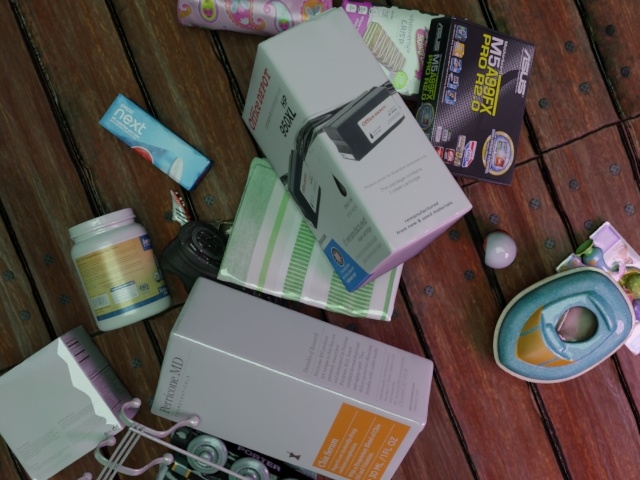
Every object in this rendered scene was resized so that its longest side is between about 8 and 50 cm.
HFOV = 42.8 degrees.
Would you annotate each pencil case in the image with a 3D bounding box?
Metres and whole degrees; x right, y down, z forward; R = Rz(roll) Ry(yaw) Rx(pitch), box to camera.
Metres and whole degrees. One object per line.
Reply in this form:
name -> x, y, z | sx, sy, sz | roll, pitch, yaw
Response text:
pencil case -> -0.117, -0.428, 1.500 | 0.284, 0.124, 0.124 | 10, 93, -1

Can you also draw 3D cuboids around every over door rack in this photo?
over door rack -> -0.250, 0.438, 1.447 | 0.324, 0.108, 0.239 | 33, 118, -3

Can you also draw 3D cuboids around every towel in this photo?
towel -> 0.000, 0.000, 1.503 | 0.324, 0.038, 0.248 | 17, 70, -8

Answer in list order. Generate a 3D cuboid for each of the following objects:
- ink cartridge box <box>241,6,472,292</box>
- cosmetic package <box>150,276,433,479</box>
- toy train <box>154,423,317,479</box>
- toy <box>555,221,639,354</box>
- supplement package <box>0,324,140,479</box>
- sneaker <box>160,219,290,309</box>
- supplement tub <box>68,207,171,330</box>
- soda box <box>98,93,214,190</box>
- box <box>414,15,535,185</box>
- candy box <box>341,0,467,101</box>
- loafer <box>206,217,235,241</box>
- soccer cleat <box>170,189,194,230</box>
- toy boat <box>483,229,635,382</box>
ink cartridge box -> 0.042, -0.142, 1.384 | 0.166, 0.285, 0.395 | -29, 81, -18
cosmetic package -> -0.052, 0.264, 1.471 | 0.453, 0.161, 0.230 | 20, 128, 0
toy train -> -0.151, 0.470, 1.549 | 0.334, 0.142, 0.190 | 28, 102, -1
toy -> 0.581, 0.095, 1.559 | 0.137, 0.056, 0.237 | -44, 92, 4
supplement package -> -0.485, 0.301, 1.525 | 0.194, 0.149, 0.203 | -33, 93, 2
sneaker -> -0.177, 0.084, 1.543 | 0.286, 0.109, 0.130 | 43, 129, -16
supplement tub -> -0.373, 0.053, 1.513 | 0.144, 0.144, 0.200 | -19, 94, 1
soda box -> -0.306, -0.183, 1.538 | 0.210, 0.067, 0.071 | 37, 93, -1
box -> 0.276, -0.248, 1.484 | 0.216, 0.060, 0.270 | 8, 94, -34
candy box -> 0.142, -0.349, 1.525 | 0.233, 0.071, 0.159 | 9, 94, -1
loafer -> -0.197, -0.012, 1.556 | 0.148, 0.050, 0.056 | -20, 93, 1
soccer cleat -> -0.273, -0.057, 1.565 | 0.035, 0.029, 0.083 | -27, 98, -3
toy boat -> 0.401, 0.113, 1.503 | 0.267, 0.148, 0.318 | -37, 89, 15
